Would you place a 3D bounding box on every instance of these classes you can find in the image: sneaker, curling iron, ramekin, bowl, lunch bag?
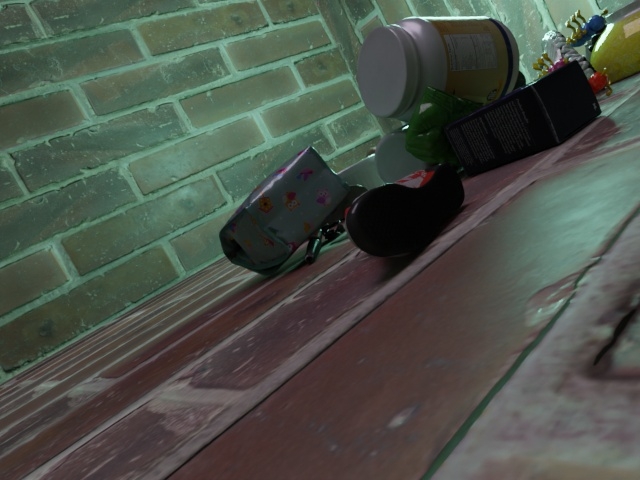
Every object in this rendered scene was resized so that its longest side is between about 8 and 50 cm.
[{"bbox_3d":[0.079,-0.024,0.698,0.145,0.090,0.270,-25,3,40],"label":"sneaker"},{"bbox_3d":[0.000,0.000,1.109,0.068,0.035,0.274,-27,6,16],"label":"curling iron"},{"bbox_3d":[0.084,-0.156,1.637,0.273,0.127,0.273,-27,6,3],"label":"ramekin"},{"bbox_3d":[0.625,-0.452,1.379,0.118,0.110,0.292,-41,30,31],"label":"sneaker"},{"bbox_3d":[0.805,-0.521,1.317,0.290,0.156,0.289,-27,6,3],"label":"bowl"},{"bbox_3d":[0.031,-0.088,1.501,0.222,0.083,0.118,-30,6,-10],"label":"sneaker"},{"bbox_3d":[-0.090,-0.049,1.143,0.223,0.160,0.262,-48,7,-30],"label":"lunch bag"}]

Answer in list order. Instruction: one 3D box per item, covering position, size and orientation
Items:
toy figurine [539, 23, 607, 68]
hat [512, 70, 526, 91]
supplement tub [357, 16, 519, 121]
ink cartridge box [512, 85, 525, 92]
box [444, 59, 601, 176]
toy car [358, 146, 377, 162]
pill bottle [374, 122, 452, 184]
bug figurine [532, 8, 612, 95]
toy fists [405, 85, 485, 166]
[{"bbox_3d":[0.799,-0.565,1.643,0.213,0.148,0.209,-7,7,20],"label":"toy figurine"},{"bbox_3d":[0.509,-0.492,1.766,0.332,0.133,0.331,-9,-30,-6],"label":"hat"},{"bbox_3d":[0.267,-0.394,1.214,0.317,0.228,0.228,-12,-2,-25],"label":"supplement tub"},{"bbox_3d":[0.594,-0.426,1.571,0.239,0.060,0.275,-4,11,11],"label":"ink cartridge box"},{"bbox_3d":[0.360,-0.215,0.949,0.153,0.108,0.207,-31,6,-32],"label":"box"},{"bbox_3d":[0.276,-0.311,2.112,0.155,0.148,0.188,-37,-12,38],"label":"toy car"},{"bbox_3d":[0.263,-0.231,1.314,0.153,0.153,0.265,-22,8,46],"label":"pill bottle"},{"bbox_3d":[0.577,-0.387,1.214,0.216,0.072,0.278,-44,26,59],"label":"bug figurine"},{"bbox_3d":[0.281,-0.225,1.109,0.279,0.096,0.142,-5,-54,-48],"label":"toy fists"}]
